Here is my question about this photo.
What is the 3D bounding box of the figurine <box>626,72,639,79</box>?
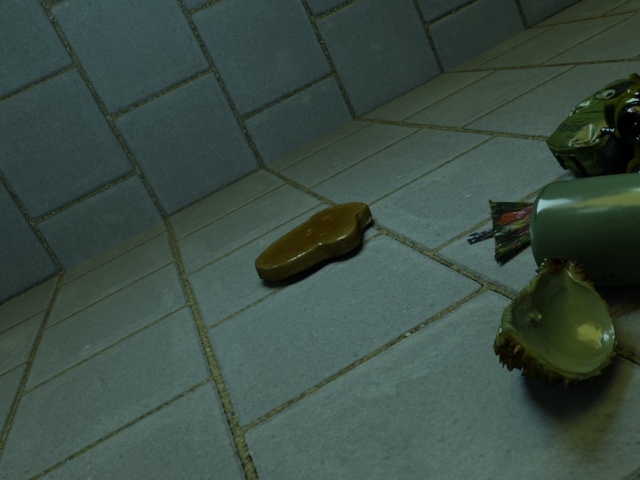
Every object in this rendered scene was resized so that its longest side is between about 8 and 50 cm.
[{"bbox_3d":[0.811,-0.352,1.469,0.338,0.204,0.284,-30,21,30],"label":"figurine"}]

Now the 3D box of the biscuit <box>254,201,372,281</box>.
[{"bbox_3d":[0.001,0.002,1.663,0.343,0.057,0.287,-38,21,-34],"label":"biscuit"}]

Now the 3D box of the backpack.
[{"bbox_3d":[0.605,-0.229,1.375,0.253,0.140,0.207,-35,19,-7],"label":"backpack"}]

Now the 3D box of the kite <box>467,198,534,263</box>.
[{"bbox_3d":[0.404,-0.043,1.315,0.233,0.016,0.321,-20,19,19],"label":"kite"}]

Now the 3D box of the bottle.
[{"bbox_3d":[0.482,-0.018,0.914,0.346,0.169,0.168,-4,28,43],"label":"bottle"}]

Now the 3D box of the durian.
[{"bbox_3d":[0.298,0.109,0.843,0.252,0.139,0.144,-34,24,-35],"label":"durian"}]

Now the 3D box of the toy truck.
[{"bbox_3d":[0.557,-0.175,1.148,0.147,0.224,0.165,-33,26,-18],"label":"toy truck"}]
